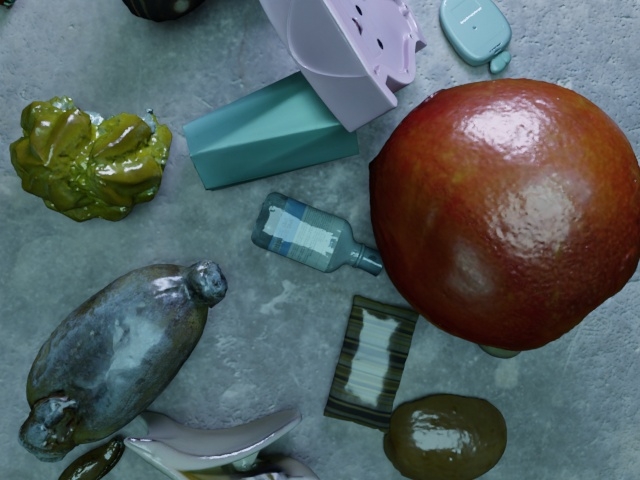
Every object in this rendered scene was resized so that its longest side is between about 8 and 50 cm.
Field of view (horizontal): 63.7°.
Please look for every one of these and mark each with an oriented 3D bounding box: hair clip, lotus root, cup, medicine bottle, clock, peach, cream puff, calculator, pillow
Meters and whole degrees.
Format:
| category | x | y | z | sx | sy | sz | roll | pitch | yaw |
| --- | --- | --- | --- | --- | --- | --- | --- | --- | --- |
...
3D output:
| category | x | y | z | sx | sy | sz | roll | pitch | yaw |
| --- | --- | --- | --- | --- | --- | --- | --- | --- | --- |
| hair clip | -0.137 | 0.318 | 0.765 | 0.282 | 0.172 | 0.113 | 2 | 83 | -16 |
| lotus root | -0.278 | 0.150 | 0.745 | 0.349 | 0.175 | 0.175 | -44 | 94 | -6 |
| cup | -0.076 | -0.163 | 0.766 | 0.235 | 0.148 | 0.134 | -18 | 119 | 0 |
| medicine bottle | 0.000 | 0.000 | 0.808 | 0.208 | 0.054 | 0.090 | 22 | 89 | -6 |
| clock | 0.022 | -0.322 | 0.687 | 0.080 | 0.275 | 0.290 | -25 | 110 | 35 |
| peach | 0.238 | -0.041 | 0.708 | 0.289 | 0.372 | 0.373 | -25 | 94 | -38 |
| cream puff | -0.331 | -0.110 | 0.724 | 0.220 | 0.195 | 0.195 | 7 | 91 | -1 |
| peach | 0.286 | 0.146 | 0.819 | 0.083 | 0.083 | 0.083 | 0 | 92 | -4 |
| calculator | 0.255 | -0.340 | 0.832 | 0.095 | 0.021 | 0.153 | -38 | 91 | -2 |
| pillow | 0.082 | 0.197 | 0.828 | 0.113 | 0.038 | 0.204 | 16 | 90 | -1 |

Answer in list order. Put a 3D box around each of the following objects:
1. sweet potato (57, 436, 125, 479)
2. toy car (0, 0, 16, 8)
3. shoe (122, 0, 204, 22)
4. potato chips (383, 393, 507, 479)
| category | x | y | z | sx | sy | sz | roll | pitch | yaw |
| --- | --- | --- | --- | --- | --- | --- | --- | --- | --- |
| sweet potato | -0.375 | 0.409 | 0.793 | 0.081 | 0.062 | 0.233 | 19 | 87 | -20 |
| toy car | -0.469 | -0.424 | 0.764 | 0.073 | 0.054 | 0.143 | 17 | 89 | -2 |
| shoe | -0.121 | -0.467 | 0.730 | 0.237 | 0.171 | 0.384 | 22 | 87 | -4 |
| potato chips | 0.205 | 0.327 | 0.836 | 0.201 | 0.049 | 0.150 | 5 | 86 | 2 |
